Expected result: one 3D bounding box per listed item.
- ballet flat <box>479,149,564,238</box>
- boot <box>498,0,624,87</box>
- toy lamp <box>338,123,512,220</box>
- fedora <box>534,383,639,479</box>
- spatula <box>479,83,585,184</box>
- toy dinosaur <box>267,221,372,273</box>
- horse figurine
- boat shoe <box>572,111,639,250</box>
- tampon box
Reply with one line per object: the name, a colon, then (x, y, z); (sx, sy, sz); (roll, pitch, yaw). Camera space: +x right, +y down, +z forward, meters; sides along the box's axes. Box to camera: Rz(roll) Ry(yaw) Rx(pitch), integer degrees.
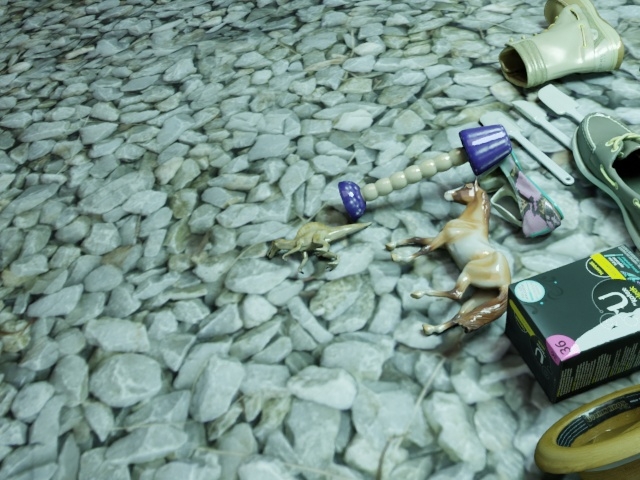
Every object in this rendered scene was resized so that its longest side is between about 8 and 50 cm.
ballet flat: (0.304, -0.087, 0.915); (0.079, 0.077, 0.221); (-29, 44, 13)
boot: (0.460, -0.410, 1.169); (0.203, 0.095, 0.262); (-14, 49, 2)
toy lamp: (0.168, -0.112, 0.922); (0.274, 0.080, 0.080); (-21, 43, 16)
fedora: (0.319, 0.212, 0.584); (0.194, 0.194, 0.079); (-24, 80, -10)
spatula: (0.417, -0.189, 1.019); (0.168, 0.019, 0.242); (-22, 49, -9)
toy dinosaur: (0.000, 0.000, 0.913); (0.183, 0.053, 0.093); (-15, 44, 0)
horse figurine: (0.201, 0.033, 0.824); (0.174, 0.066, 0.263); (-21, 43, 2)
boat shoe: (0.477, -0.106, 0.861); (0.109, 0.091, 0.305); (-12, 48, 3)
tampon box: (0.328, 0.100, 0.699); (0.161, 0.101, 0.120); (-19, 45, -4)
